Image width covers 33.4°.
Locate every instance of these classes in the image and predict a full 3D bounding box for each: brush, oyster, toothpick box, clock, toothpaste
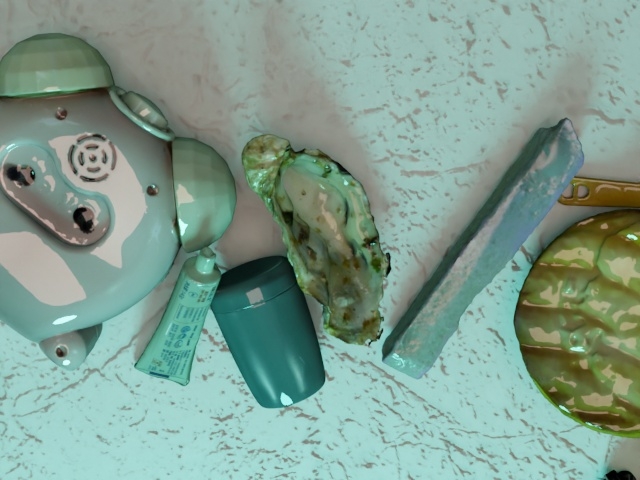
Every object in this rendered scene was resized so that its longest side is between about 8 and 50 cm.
[{"bbox_3d":[0.447,-0.059,1.422,0.272,0.013,0.103,4,107,2],"label":"brush"},{"bbox_3d":[-0.006,0.002,1.362,0.166,0.094,0.294,-19,95,-45],"label":"oyster"},{"bbox_3d":[-0.065,0.123,1.389,0.120,0.120,0.184,-19,103,1],"label":"toothpick box"},{"bbox_3d":[-0.310,-0.053,1.327,0.342,0.184,0.326,41,91,-14],"label":"clock"},{"bbox_3d":[-0.174,0.101,1.358,0.069,0.047,0.268,-6,142,-29],"label":"toothpaste"}]

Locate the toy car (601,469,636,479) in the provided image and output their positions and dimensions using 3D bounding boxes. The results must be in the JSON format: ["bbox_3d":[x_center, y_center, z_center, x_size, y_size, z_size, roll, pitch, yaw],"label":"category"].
[{"bbox_3d":[0.444,0.418,1.482,0.108,0.089,0.209,-40,103,10],"label":"toy car"}]

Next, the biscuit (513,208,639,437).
[{"bbox_3d":[0.402,0.108,1.387,0.296,0.102,0.296,-2,79,11],"label":"biscuit"}]

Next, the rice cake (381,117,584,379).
[{"bbox_3d":[0.216,0.013,1.411,0.070,0.064,0.399,34,97,-14],"label":"rice cake"}]
